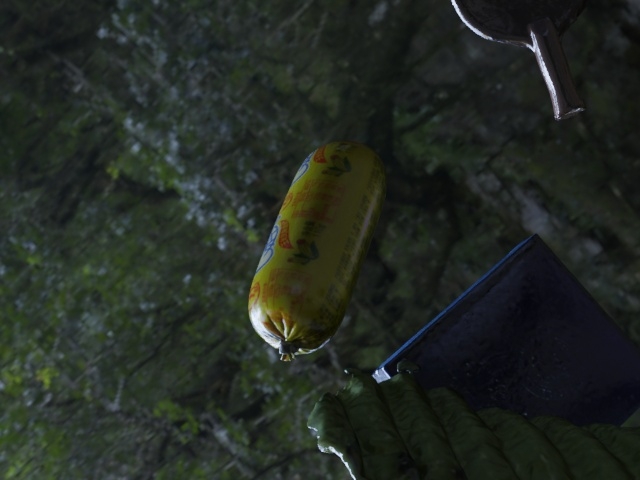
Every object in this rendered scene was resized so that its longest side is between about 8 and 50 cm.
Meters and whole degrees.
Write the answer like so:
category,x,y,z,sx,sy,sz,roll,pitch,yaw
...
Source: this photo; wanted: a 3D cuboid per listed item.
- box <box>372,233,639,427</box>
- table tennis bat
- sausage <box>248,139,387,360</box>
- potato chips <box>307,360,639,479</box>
category,x,y,z,sx,sy,sz,roll,pitch,yaw
box,0.258,0.181,1.608,0.279,0.116,0.261,-40,-94,-11
table tennis bat,0.140,-0.172,0.823,0.119,0.107,0.170,17,-126,-76
sausage,0.000,0.000,1.537,0.123,0.123,0.347,35,-129,-20
potato chips,0.190,0.195,1.154,0.389,0.373,0.097,-8,-74,-73
